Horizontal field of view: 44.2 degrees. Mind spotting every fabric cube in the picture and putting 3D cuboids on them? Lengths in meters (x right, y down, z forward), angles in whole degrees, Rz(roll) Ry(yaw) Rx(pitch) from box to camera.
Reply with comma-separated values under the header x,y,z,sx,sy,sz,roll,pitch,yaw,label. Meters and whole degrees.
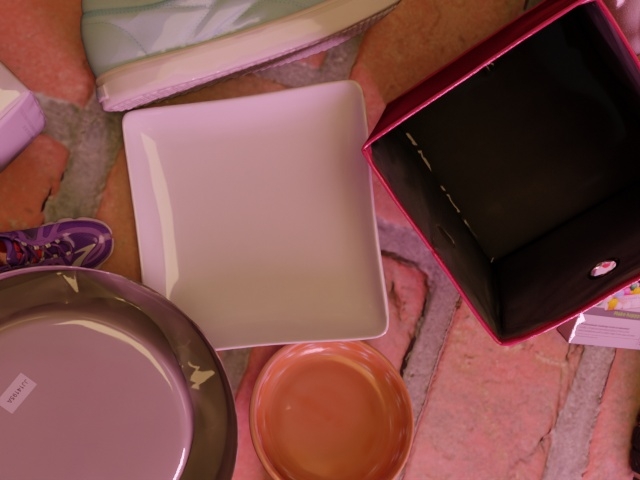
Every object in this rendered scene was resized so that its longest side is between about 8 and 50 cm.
x,y,z,sx,sy,sz,roll,pitch,yaw,label
0.227,-0.089,0.846,0.254,0.258,0.259,-33,99,17,fabric cube

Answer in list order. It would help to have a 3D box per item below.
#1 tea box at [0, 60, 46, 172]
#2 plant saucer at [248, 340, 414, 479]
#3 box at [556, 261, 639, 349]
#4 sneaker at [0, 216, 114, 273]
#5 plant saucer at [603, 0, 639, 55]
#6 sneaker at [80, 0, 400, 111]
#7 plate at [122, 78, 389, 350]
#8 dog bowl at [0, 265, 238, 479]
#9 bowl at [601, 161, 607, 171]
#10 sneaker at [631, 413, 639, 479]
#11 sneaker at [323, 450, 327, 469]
x,y,z,sx,sy,sz,roll,pitch,yaw,label
-0.489,-0.125,0.713,0.329,0.220,0.323,45,79,-11,tea box
0.011,0.208,0.920,0.199,0.037,0.200,6,67,-15,plant saucer
0.405,0.051,1.018,0.145,0.038,0.186,7,112,-16,box
-0.307,0.015,0.841,0.169,0.071,0.068,-10,93,-16,sneaker
0.419,-0.355,0.939,0.050,0.310,0.311,28,81,27,plant saucer
-0.086,-0.264,0.867,0.365,0.135,0.150,-21,98,-16,sneaker
-0.071,-0.021,0.874,0.278,0.045,0.277,-6,91,12,plate
-0.260,0.187,0.814,0.348,0.102,0.349,-1,98,-8,dog bowl
0.416,-0.082,1.023,0.170,0.080,0.170,-4,115,-8,bowl
0.512,0.237,1.057,0.110,0.107,0.275,29,83,-23,sneaker
-0.026,0.284,0.939,0.057,0.047,0.119,13,86,-4,sneaker
